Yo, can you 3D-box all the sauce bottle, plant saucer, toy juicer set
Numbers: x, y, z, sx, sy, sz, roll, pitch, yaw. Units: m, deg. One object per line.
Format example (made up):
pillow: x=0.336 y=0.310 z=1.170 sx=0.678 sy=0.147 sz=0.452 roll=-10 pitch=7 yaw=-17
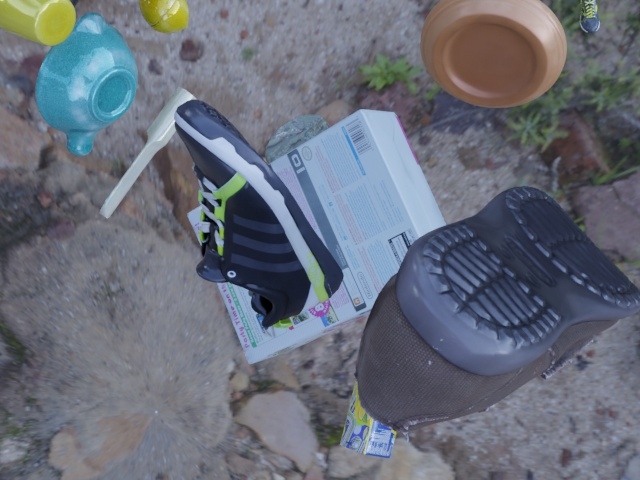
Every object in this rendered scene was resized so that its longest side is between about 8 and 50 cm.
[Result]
sauce bottle: x=0.041 y=-0.034 z=1.504 sx=0.111 sy=0.111 sz=0.344 roll=-46 pitch=128 yaw=-13
plant saucer: x=0.232 y=-0.254 z=1.355 sx=0.200 sy=0.200 sz=0.037 roll=23 pitch=50 yaw=-5
toy juicer set: x=-0.240 y=-0.205 z=1.152 sx=0.090 sy=0.329 sz=0.209 roll=31 pitch=62 yaw=28

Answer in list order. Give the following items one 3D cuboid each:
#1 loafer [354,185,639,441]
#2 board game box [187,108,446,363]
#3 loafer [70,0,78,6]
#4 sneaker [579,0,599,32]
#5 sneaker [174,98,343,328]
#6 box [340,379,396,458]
loafer: x=0.126 y=0.049 z=0.743 sx=0.130 sy=0.366 sz=0.133 roll=-49 pitch=68 yaw=26
board game box: x=0.000 y=0.000 z=1.279 sx=0.303 sy=0.097 sz=0.223 roll=-27 pitch=81 yaw=29
loafer: x=-0.417 y=-0.340 z=1.426 sx=0.078 sy=0.220 sz=0.080 roll=41 pitch=71 yaw=-33
sneaker: x=0.442 y=-0.381 z=1.643 sx=0.031 sy=0.035 sz=0.083 roll=-7 pitch=64 yaw=13
sneaker: x=-0.063 y=-0.005 z=0.797 sx=0.097 sy=0.084 sz=0.234 roll=-37 pitch=129 yaw=-3
box: x=0.085 y=0.227 z=1.453 sx=0.054 sy=0.059 sz=0.168 roll=19 pitch=83 yaw=-38
